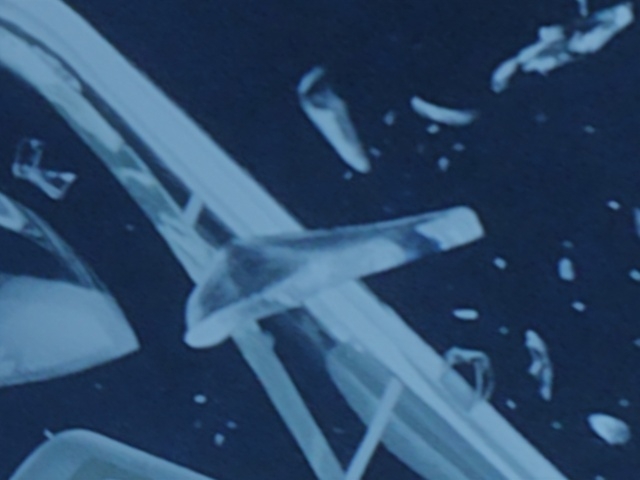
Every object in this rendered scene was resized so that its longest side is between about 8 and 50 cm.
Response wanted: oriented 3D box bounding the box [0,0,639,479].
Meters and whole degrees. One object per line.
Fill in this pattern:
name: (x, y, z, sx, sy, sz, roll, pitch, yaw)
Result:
box: (0.000, 0.000, 0.541, 0.480, 0.472, 0.297, -63, 176, 19)
